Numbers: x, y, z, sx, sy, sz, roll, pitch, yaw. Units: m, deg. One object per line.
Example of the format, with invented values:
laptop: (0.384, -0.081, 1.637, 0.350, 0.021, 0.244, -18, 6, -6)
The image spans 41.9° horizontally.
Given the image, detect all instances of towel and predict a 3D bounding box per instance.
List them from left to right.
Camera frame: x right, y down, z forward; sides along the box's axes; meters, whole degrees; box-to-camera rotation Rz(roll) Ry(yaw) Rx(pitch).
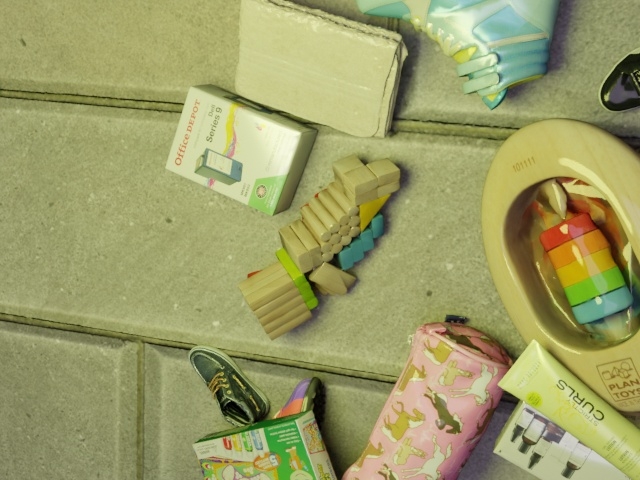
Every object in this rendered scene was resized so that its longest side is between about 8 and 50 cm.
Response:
towel: (-0.006, -0.280, 1.338, 0.282, 0.049, 0.187, 21, 132, 13)

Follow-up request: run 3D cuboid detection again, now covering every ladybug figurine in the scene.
ladybug figurine: (0.410, 0.033, 1.223, 0.305, 0.162, 0.449, -25, 82, 43)

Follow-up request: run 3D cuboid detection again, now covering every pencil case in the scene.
pencil case: (0.169, 0.317, 1.386, 0.167, 0.160, 0.386, 39, 114, 42)

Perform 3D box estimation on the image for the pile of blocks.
pile of blocks: (0.000, 0.000, 1.415, 0.362, 0.149, 0.112, -48, 42, 10)

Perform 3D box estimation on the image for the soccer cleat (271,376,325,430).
soccer cleat: (-0.078, 0.380, 1.502, 0.116, 0.108, 0.318, 21, 108, 16)

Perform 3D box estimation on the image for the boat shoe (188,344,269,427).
boat shoe: (-0.176, 0.264, 1.516, 0.183, 0.083, 0.065, 39, 109, 6)

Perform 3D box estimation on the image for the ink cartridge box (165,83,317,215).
ink cartridge box: (-0.136, -0.155, 1.416, 0.212, 0.093, 0.154, 25, 107, 12)

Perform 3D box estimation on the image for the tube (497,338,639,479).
tube: (0.373, 0.249, 1.182, 0.240, 0.062, 0.070, 39, 73, 14)

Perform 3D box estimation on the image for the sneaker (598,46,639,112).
sneaker: (0.497, -0.258, 1.191, 0.217, 0.121, 0.079, -32, 90, 20)

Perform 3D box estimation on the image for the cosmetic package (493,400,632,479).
cosmetic package: (0.387, 0.328, 1.237, 0.239, 0.060, 0.098, 28, 109, 11)

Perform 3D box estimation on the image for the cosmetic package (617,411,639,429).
cosmetic package: (0.437, 0.358, 1.328, 0.153, 0.129, 0.296, 3, 102, 15)

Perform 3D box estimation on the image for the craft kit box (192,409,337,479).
craft kit box: (-0.080, 0.434, 1.429, 0.250, 0.061, 0.246, -22, 91, 34)

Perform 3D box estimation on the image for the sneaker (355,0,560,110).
sneaker: (0.201, -0.304, 1.269, 0.319, 0.127, 0.208, 5, 101, 17)

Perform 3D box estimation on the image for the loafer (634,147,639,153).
loafer: (0.533, -0.123, 1.245, 0.148, 0.050, 0.056, -13, 97, 19)
